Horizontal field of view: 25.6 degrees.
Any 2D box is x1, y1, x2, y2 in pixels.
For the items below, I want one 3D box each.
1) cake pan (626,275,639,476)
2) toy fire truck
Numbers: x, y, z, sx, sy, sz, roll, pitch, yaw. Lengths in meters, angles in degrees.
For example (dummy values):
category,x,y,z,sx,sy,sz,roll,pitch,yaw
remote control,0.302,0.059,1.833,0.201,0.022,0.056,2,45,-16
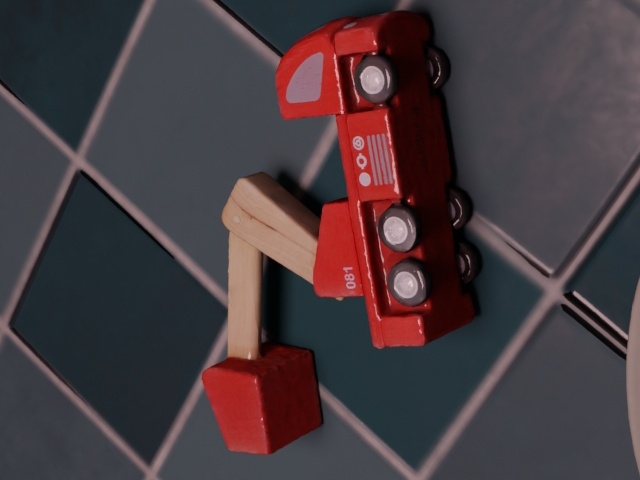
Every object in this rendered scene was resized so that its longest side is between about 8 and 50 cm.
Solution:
category,x,y,z,sx,sy,sz,roll,pitch,yaw
cake pan,0.250,0.059,0.471,0.293,0.054,0.293,11,109,33
toy fire truck,0.000,0.000,0.635,0.135,0.047,0.192,-4,100,37
